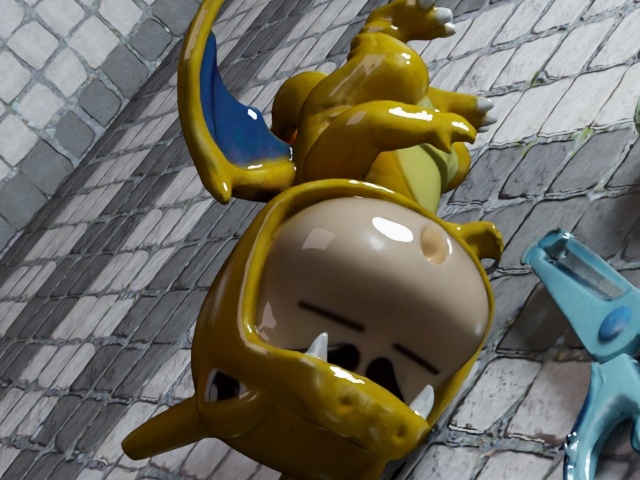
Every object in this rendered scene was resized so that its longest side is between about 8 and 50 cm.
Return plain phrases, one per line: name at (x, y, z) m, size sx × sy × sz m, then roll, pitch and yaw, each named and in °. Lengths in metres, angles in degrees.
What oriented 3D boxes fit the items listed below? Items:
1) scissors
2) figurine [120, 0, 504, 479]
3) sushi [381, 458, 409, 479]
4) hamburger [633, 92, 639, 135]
scissors at (0.205, 0.071, 1.086) m, size 0.180 × 0.032 × 0.393 m, roll -45°, pitch 20°, yaw 7°
figurine at (0.013, 0.019, 1.292) m, size 0.401 × 0.268 × 0.387 m, roll 86°, pitch -161°, yaw -63°
sushi at (-0.011, 0.274, 1.115) m, size 0.215 × 0.050 × 0.192 m, roll -50°, pitch 2°, yaw -42°
hamburger at (0.302, -0.113, 1.205) m, size 0.133 × 0.062 × 0.140 m, roll -53°, pitch 17°, yaw -19°
